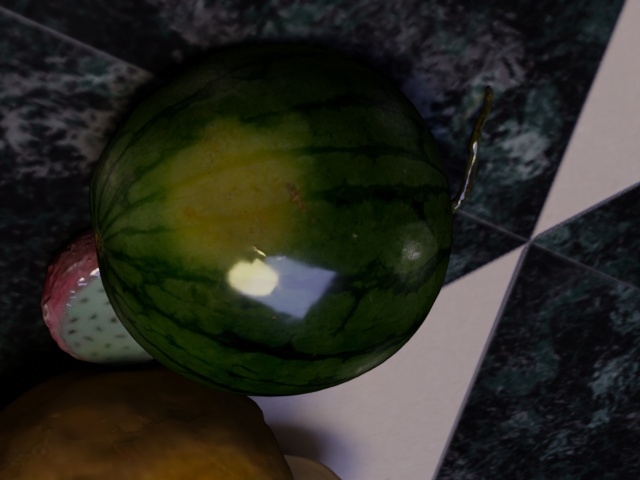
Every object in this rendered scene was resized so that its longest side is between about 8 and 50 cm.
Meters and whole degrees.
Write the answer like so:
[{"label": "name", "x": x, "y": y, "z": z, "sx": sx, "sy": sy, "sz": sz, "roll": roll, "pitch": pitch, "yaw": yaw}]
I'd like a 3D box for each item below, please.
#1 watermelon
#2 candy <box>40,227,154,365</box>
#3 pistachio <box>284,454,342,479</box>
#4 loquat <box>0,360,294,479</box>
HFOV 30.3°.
[{"label": "watermelon", "x": -0.007, "y": 0.001, "z": 0.657, "sx": 0.232, "sy": 0.127, "sz": 0.204, "roll": 8, "pitch": 107, "yaw": -26}, {"label": "candy", "x": -0.120, "y": 0.033, "z": 0.728, "sx": 0.103, "sy": 0.043, "sz": 0.103, "roll": -11, "pitch": 133, "yaw": -12}, {"label": "pistachio", "x": -0.063, "y": 0.229, "z": 0.895, "sx": 0.200, "sy": 0.117, "sz": 0.145, "roll": -28, "pitch": 101, "yaw": 24}, {"label": "loquat", "x": -0.124, "y": 0.190, "z": 0.749, "sx": 0.238, "sy": 0.238, "sz": 0.193, "roll": 13, "pitch": 171, "yaw": -29}]
